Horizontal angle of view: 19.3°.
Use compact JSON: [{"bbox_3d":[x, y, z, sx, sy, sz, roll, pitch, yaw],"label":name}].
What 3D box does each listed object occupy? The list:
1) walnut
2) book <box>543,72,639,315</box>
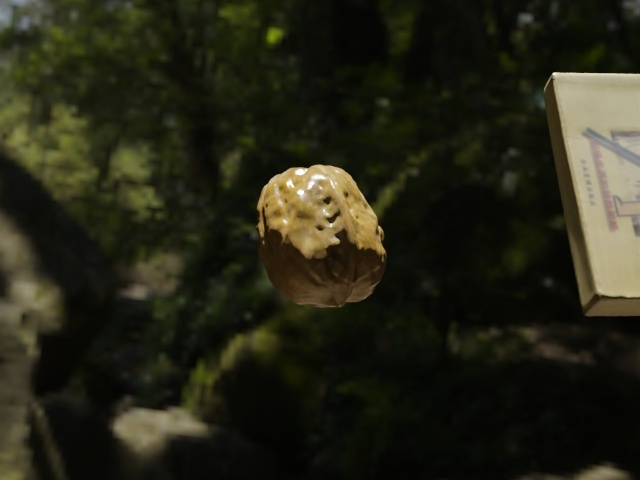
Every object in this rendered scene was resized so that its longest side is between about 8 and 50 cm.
[{"bbox_3d":[0.000,0.000,1.171,0.079,0.082,0.096,0,56,-29],"label":"walnut"},{"bbox_3d":[0.255,-0.028,1.111,0.231,0.161,0.026,0,-31,-11],"label":"book"}]
